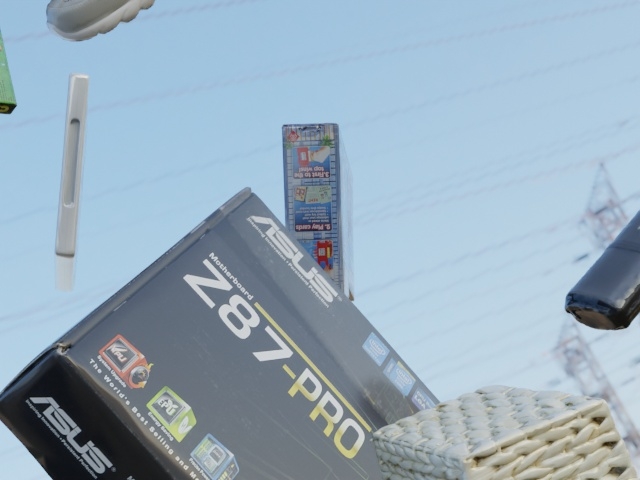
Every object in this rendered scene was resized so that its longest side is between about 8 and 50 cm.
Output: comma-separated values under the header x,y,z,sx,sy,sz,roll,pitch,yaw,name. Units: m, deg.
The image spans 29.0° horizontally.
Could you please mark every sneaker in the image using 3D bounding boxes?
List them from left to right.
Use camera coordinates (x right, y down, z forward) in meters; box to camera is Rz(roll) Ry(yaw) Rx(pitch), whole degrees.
x,y,z,sx,sy,sz,roll,pitch,yaw,name
-0.170,-0.308,1.135,0.115,0.105,0.281,43,-102,-36,sneaker

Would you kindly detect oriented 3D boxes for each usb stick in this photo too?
x,y,z,sx,sy,sz,roll,pitch,yaw,name
0.335,-0.019,1.174,0.278,0.045,0.077,-45,25,-21,usb stick

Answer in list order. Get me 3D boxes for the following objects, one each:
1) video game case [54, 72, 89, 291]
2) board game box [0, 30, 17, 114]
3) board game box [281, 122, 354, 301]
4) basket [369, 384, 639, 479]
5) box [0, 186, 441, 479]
x,y,z,sx,sy,sz,roll,pitch,yaw,name
-0.290,-0.061,1.440,0.026,0.206,0.227,5,-13,-11,video game case
-0.487,-0.285,1.620,0.136,0.260,0.030,4,-31,-40,board game box
0.000,0.000,1.285,0.060,0.194,0.194,-1,-14,6,board game box
0.114,0.154,0.762,0.113,0.103,0.167,-19,3,-18,basket
-0.016,0.179,0.948,0.097,0.395,0.318,-40,3,29,box
